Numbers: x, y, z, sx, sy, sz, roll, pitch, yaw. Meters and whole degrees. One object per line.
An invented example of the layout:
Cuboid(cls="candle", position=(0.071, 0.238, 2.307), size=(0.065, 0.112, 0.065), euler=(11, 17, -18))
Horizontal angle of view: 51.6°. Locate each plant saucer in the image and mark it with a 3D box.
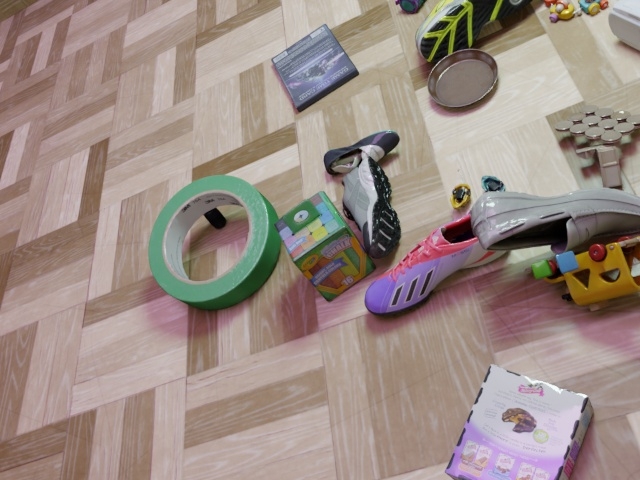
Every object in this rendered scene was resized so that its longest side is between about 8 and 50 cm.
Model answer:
Cuboid(cls="plant saucer", position=(0.339, -0.379, 1.572), size=(0.169, 0.029, 0.168), euler=(-11, 61, 21))

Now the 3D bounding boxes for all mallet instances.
Cuboid(cls="mallet", position=(-0.288, -0.095, 1.753), size=(0.039, 0.062, 0.189), euler=(-33, 32, 4))

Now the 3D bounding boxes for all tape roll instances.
Cuboid(cls="tape roll", position=(-0.254, 0.003, 1.576), size=(0.322, 0.077, 0.321), euler=(-8, 66, 19))

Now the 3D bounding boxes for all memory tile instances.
Cuboid(cls="memory tile", position=(0.557, -0.233, 1.321), size=(0.113, 0.012, 0.148), euler=(-32, 34, -19))

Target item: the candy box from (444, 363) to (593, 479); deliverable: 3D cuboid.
Cuboid(cls="candy box", position=(0.317, 0.318, 1.052), size=(0.165, 0.070, 0.196), euler=(14, 66, 38))

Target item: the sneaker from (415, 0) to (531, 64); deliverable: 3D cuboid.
Cuboid(cls="sneaker", position=(0.386, -0.598, 1.628), size=(0.385, 0.145, 0.147), euler=(-35, 32, 7))

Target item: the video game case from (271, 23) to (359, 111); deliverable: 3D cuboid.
Cuboid(cls="video game case", position=(-0.022, -0.498, 1.892), size=(0.196, 0.026, 0.274), euler=(-31, 48, 7))

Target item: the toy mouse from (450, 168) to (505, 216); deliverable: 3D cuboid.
Cuboid(cls="toy mouse", position=(0.337, -0.078, 1.359), size=(0.143, 0.031, 0.160), euler=(1, 59, 32))

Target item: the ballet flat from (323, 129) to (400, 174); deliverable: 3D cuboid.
Cuboid(cls="ballet flat", position=(0.095, -0.199, 1.570), size=(0.203, 0.074, 0.074), euler=(-14, 51, 30))

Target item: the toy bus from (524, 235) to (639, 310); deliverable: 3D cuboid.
Cuboid(cls="toy bus", position=(0.462, 0.064, 1.124), size=(0.191, 0.202, 0.104), euler=(-18, 80, 10))

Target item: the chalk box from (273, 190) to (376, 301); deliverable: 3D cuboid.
Cuboid(cls="chalk box", position=(0.000, 0.000, 1.379), size=(0.132, 0.213, 0.132), euler=(-35, 47, 5))

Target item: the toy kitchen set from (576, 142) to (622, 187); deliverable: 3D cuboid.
Cuboid(cls="toy kitchen set", position=(0.540, -0.145, 1.288), size=(0.068, 0.075, 0.083), euler=(-11, 13, 20))

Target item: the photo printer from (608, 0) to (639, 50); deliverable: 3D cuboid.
Cuboid(cls="photo printer", position=(0.792, -0.490, 1.337), size=(0.308, 0.107, 0.256), euler=(-38, 47, 0))

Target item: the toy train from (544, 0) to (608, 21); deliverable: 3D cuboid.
Cuboid(cls="toy train", position=(0.596, -0.579, 1.563), size=(0.166, 0.046, 0.125), euler=(3, 60, 33))

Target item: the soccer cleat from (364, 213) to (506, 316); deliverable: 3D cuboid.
Cuboid(cls="soccer cleat", position=(0.213, 0.035, 1.291), size=(0.318, 0.116, 0.108), euler=(-30, 47, 9))

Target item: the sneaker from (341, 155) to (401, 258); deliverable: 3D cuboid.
Cuboid(cls="sneaker", position=(0.103, -0.061, 1.456), size=(0.108, 0.100, 0.271), euler=(-31, 41, 25))

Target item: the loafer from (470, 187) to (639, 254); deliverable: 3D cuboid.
Cuboid(cls="loafer", position=(0.426, -0.024, 1.164), size=(0.320, 0.112, 0.111), euler=(-3, 56, 0))

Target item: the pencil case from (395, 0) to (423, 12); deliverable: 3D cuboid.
Cuboid(cls="pencil case", position=(0.272, -0.707, 1.841), size=(0.070, 0.064, 0.151), euler=(23, 70, 23))
